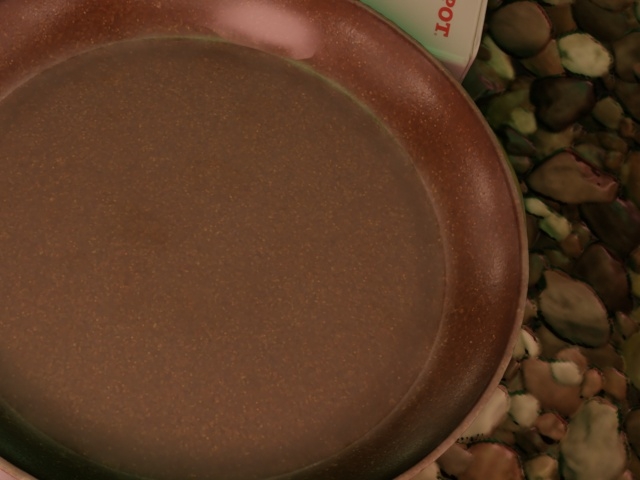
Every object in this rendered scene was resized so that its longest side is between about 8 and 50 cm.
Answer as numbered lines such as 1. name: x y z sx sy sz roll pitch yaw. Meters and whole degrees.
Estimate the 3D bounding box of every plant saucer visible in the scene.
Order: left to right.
1. plant saucer: -0.054 -0.009 0.517 0.311 0.050 0.310 7 60 -12

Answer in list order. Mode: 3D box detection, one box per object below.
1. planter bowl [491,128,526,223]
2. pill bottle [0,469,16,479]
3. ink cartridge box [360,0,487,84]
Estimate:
1. planter bowl: 0.000 0.000 0.613 0.217 0.090 0.217 3 64 -7
2. pill bottle: -0.209 0.104 0.514 0.221 0.124 0.124 -20 70 -17
3. ink cartridge box: 0.004 -0.175 0.699 0.203 0.086 0.148 16 64 -2
